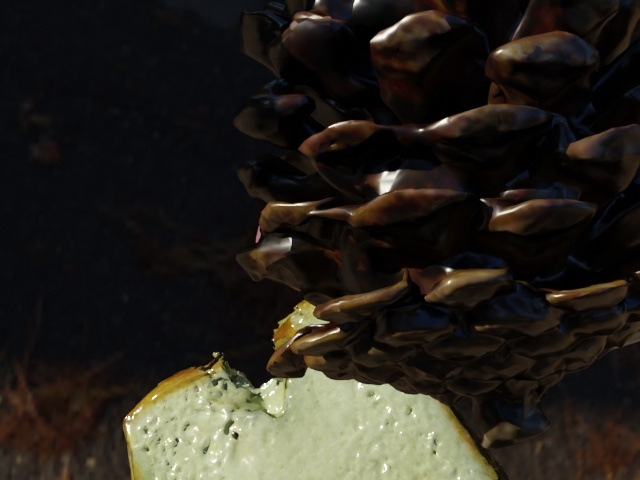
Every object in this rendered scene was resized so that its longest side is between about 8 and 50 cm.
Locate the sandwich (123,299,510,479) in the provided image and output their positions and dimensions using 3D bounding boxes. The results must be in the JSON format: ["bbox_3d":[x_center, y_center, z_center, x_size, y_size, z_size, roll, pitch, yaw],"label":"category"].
[{"bbox_3d":[-0.008,0.184,1.487,0.273,0.095,0.249,-31,76,6],"label":"sandwich"}]

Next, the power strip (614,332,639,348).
[{"bbox_3d":[0.243,0.061,1.662,0.052,0.078,0.272,7,13,41],"label":"power strip"}]

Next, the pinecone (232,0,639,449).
[{"bbox_3d":[0.069,-0.041,0.854,0.224,0.224,0.272,-1,81,-16],"label":"pinecone"}]

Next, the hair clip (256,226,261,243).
[{"bbox_3d":[-0.001,0.000,1.630,0.137,0.022,0.054,0,77,29],"label":"hair clip"}]
